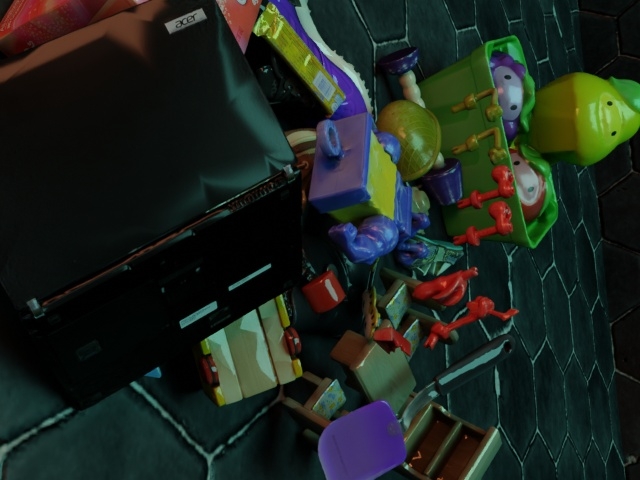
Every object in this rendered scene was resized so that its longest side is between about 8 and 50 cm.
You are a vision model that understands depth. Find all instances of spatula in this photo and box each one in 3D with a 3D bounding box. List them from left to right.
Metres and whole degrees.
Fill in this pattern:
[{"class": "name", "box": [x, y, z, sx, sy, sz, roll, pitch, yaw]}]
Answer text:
[{"class": "spatula", "box": [0.121, 0.179, 0.869, 0.296, 0.030, 0.084, -28, 105, -31]}]

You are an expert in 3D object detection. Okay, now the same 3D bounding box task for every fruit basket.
[{"class": "fruit basket", "box": [0.395, -0.194, 1.393, 0.283, 0.392, 0.392, -32, 109, -57]}]

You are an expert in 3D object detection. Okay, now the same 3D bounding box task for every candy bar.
[{"class": "candy bar", "box": [-0.020, -0.201, 0.880, 0.161, 0.018, 0.040, 44, 71, -42]}]

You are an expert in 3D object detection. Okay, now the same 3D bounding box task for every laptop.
[{"class": "laptop", "box": [-0.145, -0.023, 0.613, 0.234, 0.136, 0.264, -30, 151, -19]}]

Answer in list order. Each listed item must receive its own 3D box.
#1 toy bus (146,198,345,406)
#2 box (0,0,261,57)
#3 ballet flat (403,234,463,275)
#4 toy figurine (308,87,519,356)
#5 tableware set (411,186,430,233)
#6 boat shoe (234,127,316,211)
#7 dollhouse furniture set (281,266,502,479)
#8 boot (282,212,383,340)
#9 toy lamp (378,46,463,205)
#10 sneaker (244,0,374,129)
[{"class": "toy bus", "box": [-0.094, 0.059, 0.763, 0.191, 0.104, 0.202, 32, 79, -19]}, {"class": "box", "box": [-0.149, -0.256, 0.710, 0.142, 0.154, 0.300, 46, 44, -40]}, {"class": "ballet flat", "box": [0.182, 0.028, 1.285, 0.188, 0.070, 0.070, 10, 73, -56]}, {"class": "toy figurine", "box": [0.079, -0.085, 0.835, 0.217, 0.191, 0.363, 41, 45, -40]}, {"class": "tableware set", "box": [0.138, -0.090, 1.254, 0.169, 0.020, 0.141, 66, 27, -4]}, {"class": "boat shoe", "box": [-0.051, -0.062, 0.867, 0.257, 0.095, 0.095, -15, 68, -49]}, {"class": "dollhouse furniture set", "box": [0.109, 0.201, 0.937, 0.212, 0.161, 0.242, -51, 140, -23]}, {"class": "boot", "box": [0.000, 0.000, 0.944, 0.207, 0.094, 0.247, 24, 68, -59]}, {"class": "toy lamp", "box": [0.179, -0.188, 1.311, 0.275, 0.080, 0.080, 65, 34, -22]}, {"class": "sneaker", "box": [-0.045, -0.199, 0.939, 0.293, 0.102, 0.146, 54, 47, -32]}]
